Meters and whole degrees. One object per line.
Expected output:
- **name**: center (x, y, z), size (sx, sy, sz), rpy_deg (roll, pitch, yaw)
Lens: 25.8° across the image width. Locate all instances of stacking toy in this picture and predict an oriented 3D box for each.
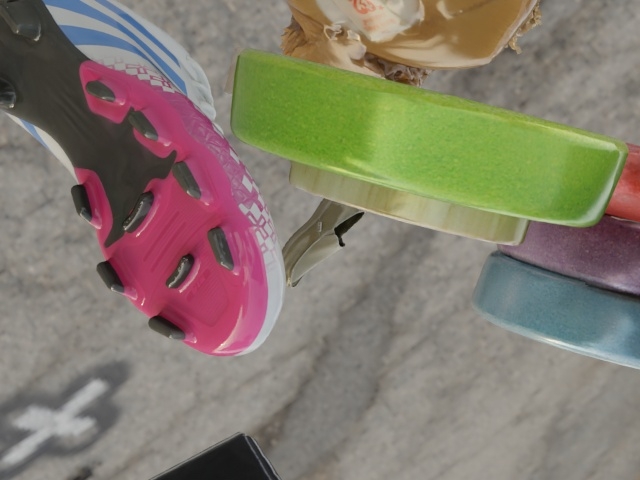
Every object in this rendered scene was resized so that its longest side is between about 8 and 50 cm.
- **stacking toy**: center (0.086, 0.021, 0.536), size (0.309, 0.280, 0.130), rpy_deg (-133, -124, -79)

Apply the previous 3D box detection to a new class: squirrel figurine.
- **squirrel figurine**: center (0.114, -0.329, 1.311), size (0.370, 0.281, 0.397), rpy_deg (-60, 171, -27)

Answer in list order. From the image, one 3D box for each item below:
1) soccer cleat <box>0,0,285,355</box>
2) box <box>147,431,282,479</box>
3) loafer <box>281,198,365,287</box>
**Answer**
- **soccer cleat**: center (-0.100, -0.067, 0.854), size (0.143, 0.331, 0.116), rpy_deg (-7, 137, -48)
- **box**: center (-0.163, 0.533, 1.395), size (0.480, 0.297, 0.471), rpy_deg (-27, 129, -9)
- **loafer**: center (0.000, 0.000, 1.675), size (0.148, 0.050, 0.056), rpy_deg (-55, 160, -1)
